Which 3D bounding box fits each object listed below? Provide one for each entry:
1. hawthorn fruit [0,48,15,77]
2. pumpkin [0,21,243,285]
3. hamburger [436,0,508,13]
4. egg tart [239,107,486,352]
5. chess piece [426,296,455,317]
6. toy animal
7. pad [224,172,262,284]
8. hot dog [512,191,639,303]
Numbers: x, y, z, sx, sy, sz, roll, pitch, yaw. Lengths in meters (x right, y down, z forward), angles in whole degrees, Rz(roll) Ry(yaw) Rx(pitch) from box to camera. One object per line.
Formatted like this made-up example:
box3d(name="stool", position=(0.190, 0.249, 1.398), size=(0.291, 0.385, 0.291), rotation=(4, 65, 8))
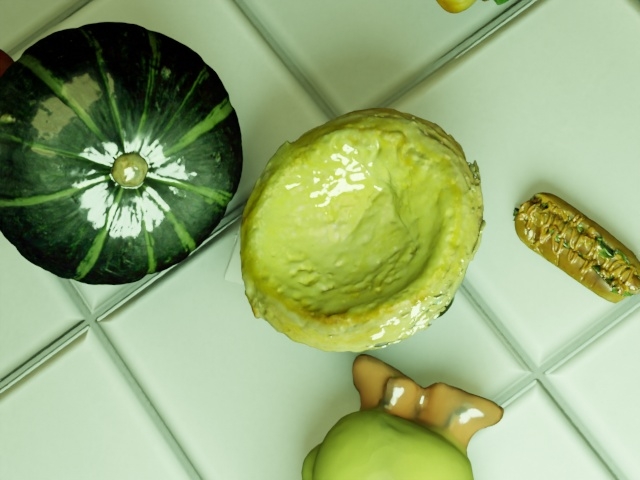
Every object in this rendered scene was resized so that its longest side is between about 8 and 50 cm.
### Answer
box3d(name="hawthorn fruit", position=(-0.463, -0.159, 1.950), size=(0.185, 0.202, 0.185), rotation=(5, 97, 40))
box3d(name="pumpkin", position=(-0.255, -0.104, 1.844), size=(0.323, 0.241, 0.323), rotation=(-2, 95, -21))
box3d(name="hamburger", position=(0.185, -0.408, 1.885), size=(0.170, 0.246, 0.246), rotation=(-25, 66, 16))
box3d(name="egg tart", position=(0.052, -0.003, 1.793), size=(0.315, 0.120, 0.315), rotation=(-9, 65, 20))
box3d(name="chess piece", position=(0.116, 0.052, 1.838), size=(0.093, 0.042, 0.042), rotation=(39, 82, 28))
box3d(name="toy animal", position=(0.067, 0.300, 1.671), size=(0.216, 0.191, 0.338), rotation=(15, 74, 17))
box3d(name="pad", position=(0.000, 0.000, 1.883), size=(0.232, 0.004, 0.156), rotation=(12, 73, 25))
box3d(name="hot dog", position=(0.303, 0.004, 1.804), size=(0.188, 0.055, 0.072), rotation=(37, 83, 21))
